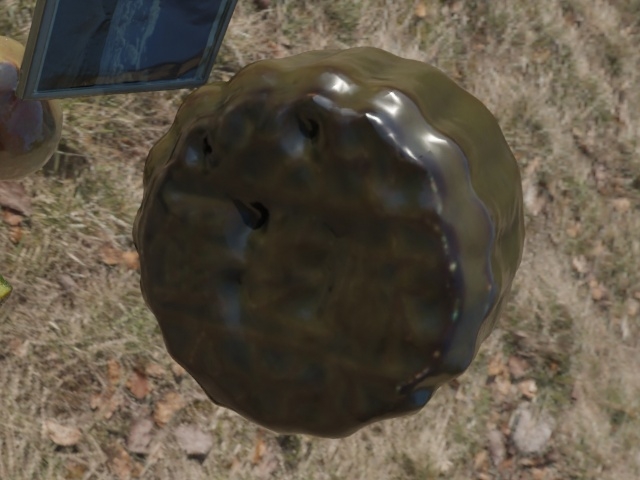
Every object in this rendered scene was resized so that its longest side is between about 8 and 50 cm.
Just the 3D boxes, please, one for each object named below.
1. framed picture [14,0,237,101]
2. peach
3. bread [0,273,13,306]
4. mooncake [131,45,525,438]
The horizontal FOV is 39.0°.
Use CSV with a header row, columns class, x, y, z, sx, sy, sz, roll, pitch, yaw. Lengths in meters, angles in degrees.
class,x,y,z,sx,sy,sz,roll,pitch,yaw
framed picture,-0.192,-0.237,0.955,0.260,0.023,0.189,-16,142,-48
peach,-0.621,-0.244,1.687,0.247,0.292,0.292,-45,121,-20
bread,-0.635,0.141,1.475,0.110,0.184,0.234,44,24,-8
mooncake,0.000,0.000,0.676,0.161,0.290,0.290,-34,122,-66
